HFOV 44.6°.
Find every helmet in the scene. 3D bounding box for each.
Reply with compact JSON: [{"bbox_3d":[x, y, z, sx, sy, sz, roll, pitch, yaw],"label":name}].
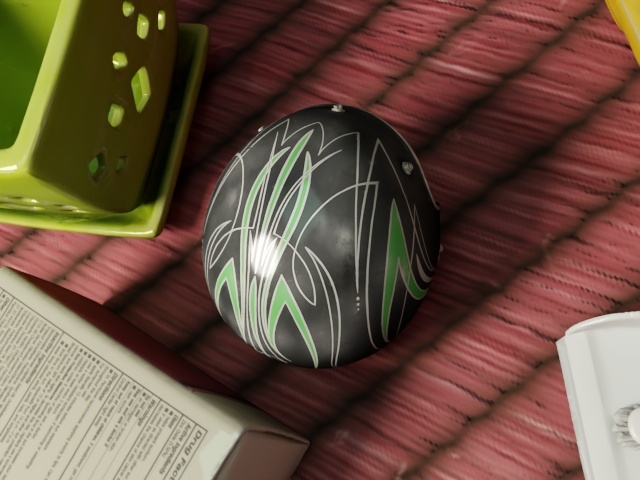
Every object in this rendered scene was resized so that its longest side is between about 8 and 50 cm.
[{"bbox_3d":[0.000,0.000,0.524,0.170,0.161,0.169,-6,71,18],"label":"helmet"}]

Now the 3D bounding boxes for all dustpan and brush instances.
[{"bbox_3d":[0.257,0.100,0.454,0.211,0.060,0.147,-12,69,16],"label":"dustpan and brush"}]

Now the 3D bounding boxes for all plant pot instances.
[{"bbox_3d":[-0.225,-0.123,0.621,0.227,0.207,0.228,5,75,22],"label":"plant pot"}]

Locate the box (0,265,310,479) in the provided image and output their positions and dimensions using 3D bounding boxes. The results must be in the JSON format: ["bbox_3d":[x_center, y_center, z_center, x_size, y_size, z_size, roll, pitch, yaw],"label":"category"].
[{"bbox_3d":[-0.152,0.142,0.551,0.232,0.127,0.148,28,83,25],"label":"box"}]

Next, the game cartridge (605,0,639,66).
[{"bbox_3d":[0.354,-0.181,0.524,0.285,0.053,0.323,-19,65,13],"label":"game cartridge"}]
